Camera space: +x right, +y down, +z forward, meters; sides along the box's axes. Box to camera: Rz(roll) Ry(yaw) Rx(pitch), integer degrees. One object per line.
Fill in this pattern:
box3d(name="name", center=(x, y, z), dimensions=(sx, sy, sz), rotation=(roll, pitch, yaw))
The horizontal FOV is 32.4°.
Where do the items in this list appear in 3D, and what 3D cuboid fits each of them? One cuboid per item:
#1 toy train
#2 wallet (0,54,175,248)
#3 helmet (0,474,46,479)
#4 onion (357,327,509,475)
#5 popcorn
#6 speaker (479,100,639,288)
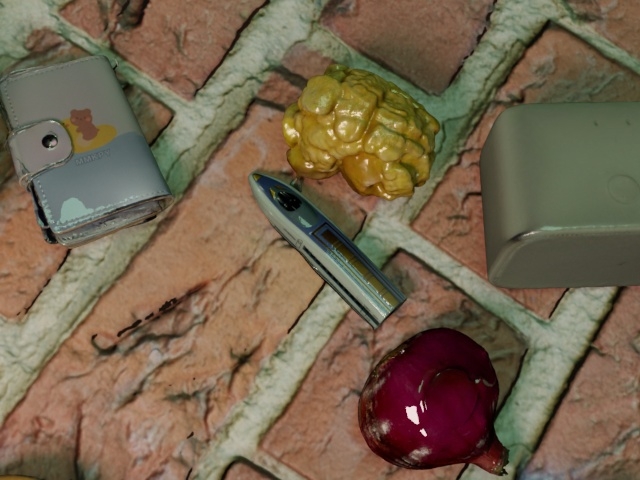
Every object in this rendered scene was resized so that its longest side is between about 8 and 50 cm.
box3d(name="toy train", center=(0.000, 0.000, 1.353), dimensions=(0.055, 0.048, 0.252), rotation=(-42, 81, -20))
box3d(name="wallet", center=(-0.294, -0.111, 1.344), dimensions=(0.170, 0.069, 0.231), rotation=(-19, 69, -18))
box3d(name="helmet", center=(-0.333, 0.369, 1.135), dimensions=(0.198, 0.130, 0.224), rotation=(8, 42, -2))
box3d(name="onion", center=(0.149, 0.196, 1.259), dimensions=(0.198, 0.135, 0.173), rotation=(36, 73, 3))
box3d(name="popcorn", center=(0.047, -0.141, 1.351), dimensions=(0.194, 0.163, 0.140), rotation=(13, 41, 25))
box3d(name="speaker", center=(0.401, -0.057, 1.359), dimensions=(0.406, 0.183, 0.184), rotation=(-1, 66, -8))
